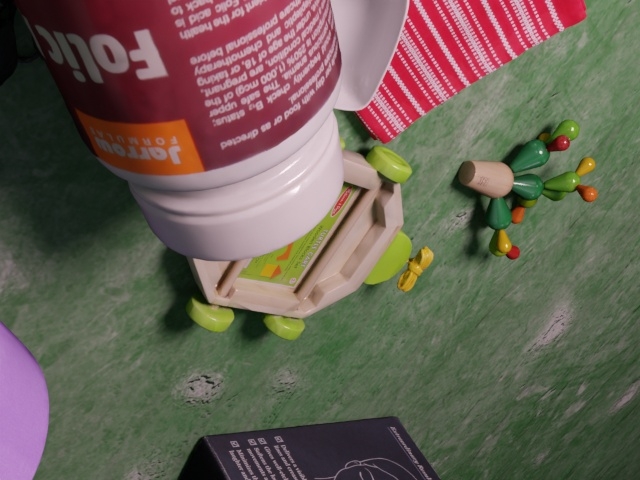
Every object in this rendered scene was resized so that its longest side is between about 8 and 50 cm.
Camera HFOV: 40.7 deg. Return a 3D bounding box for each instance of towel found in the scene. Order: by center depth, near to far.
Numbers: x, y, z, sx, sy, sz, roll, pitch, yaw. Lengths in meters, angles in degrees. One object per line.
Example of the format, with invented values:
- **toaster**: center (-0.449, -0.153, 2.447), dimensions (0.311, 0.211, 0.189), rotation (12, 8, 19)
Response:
- **towel**: center (0.136, -0.228, 0.908), dimensions (0.275, 0.031, 0.199), rotation (-31, 139, 10)

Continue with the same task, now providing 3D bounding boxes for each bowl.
- **bowl**: center (0.001, -0.207, 0.824), dimensions (0.142, 0.053, 0.142), rotation (13, 123, -13)

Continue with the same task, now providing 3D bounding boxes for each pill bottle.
- **pill bottle**: center (-0.106, -0.181, 0.650), dimensions (0.224, 0.224, 0.392), rotation (-29, 137, -13)

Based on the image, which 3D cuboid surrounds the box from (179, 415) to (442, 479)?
- **box**: center (0.009, 0.450, 1.287), dimensions (0.395, 0.293, 0.212), rotation (5, 124, -40)

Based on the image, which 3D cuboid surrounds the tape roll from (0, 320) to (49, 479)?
- **tape roll**: center (-0.378, 0.166, 0.734), dimensions (0.275, 0.275, 0.090), rotation (-32, 141, -9)

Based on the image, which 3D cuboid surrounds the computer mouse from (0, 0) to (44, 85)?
- **computer mouse**: center (-0.316, -0.141, 0.653), dimensions (0.272, 0.072, 0.188), rotation (-34, 141, -6)

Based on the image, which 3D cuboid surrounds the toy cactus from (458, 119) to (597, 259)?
- **toy cactus**: center (0.268, -0.066, 1.167), dimensions (0.180, 0.112, 0.219), rotation (9, 130, -31)

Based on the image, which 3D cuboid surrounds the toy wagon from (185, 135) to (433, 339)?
- **toy wagon**: center (0.000, 0.000, 1.035), dimensions (0.344, 0.068, 0.267), rotation (13, 118, -45)
